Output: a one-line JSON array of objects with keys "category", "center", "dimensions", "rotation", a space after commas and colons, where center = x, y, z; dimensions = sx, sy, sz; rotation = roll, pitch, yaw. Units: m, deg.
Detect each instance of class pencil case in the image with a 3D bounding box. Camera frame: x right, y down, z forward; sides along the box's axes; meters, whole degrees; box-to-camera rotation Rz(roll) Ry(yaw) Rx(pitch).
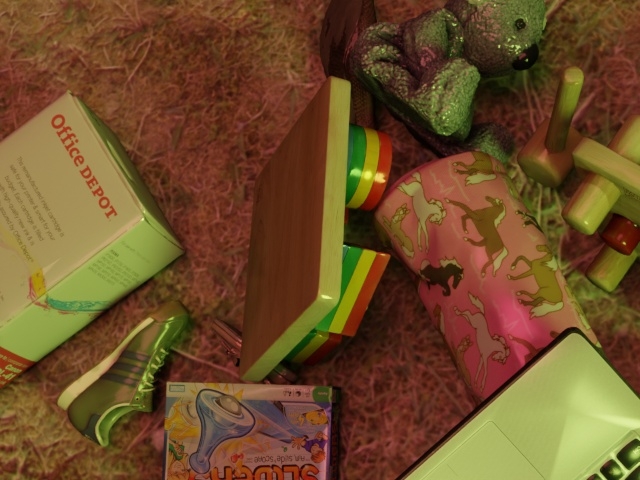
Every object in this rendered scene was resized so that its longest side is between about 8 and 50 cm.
[{"category": "pencil case", "center": [0.194, 0.097, 1.350], "dimensions": [0.160, 0.167, 0.386], "rotation": [-25, 64, 0]}]

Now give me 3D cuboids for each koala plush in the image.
[{"category": "koala plush", "center": [0.165, -0.222, 1.468], "dimensions": [0.221, 0.196, 0.203], "rotation": [-47, 58, -1]}]

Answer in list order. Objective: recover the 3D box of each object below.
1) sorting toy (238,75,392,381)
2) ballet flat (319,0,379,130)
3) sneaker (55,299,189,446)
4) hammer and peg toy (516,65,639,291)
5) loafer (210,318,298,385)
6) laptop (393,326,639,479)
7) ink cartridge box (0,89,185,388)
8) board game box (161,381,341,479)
[{"category": "sorting toy", "center": [0.000, 0.000, 1.412], "dimensions": [0.089, 0.255, 0.257], "rotation": [12, 62, -17]}, {"category": "ballet flat", "center": [0.043, -0.209, 1.584], "dimensions": [0.084, 0.058, 0.250], "rotation": [-30, 50, 46]}, {"category": "sneaker", "center": [-0.214, 0.163, 1.528], "dimensions": [0.192, 0.064, 0.086], "rotation": [-40, 70, 1]}, {"category": "hammer and peg toy", "center": [0.326, -0.015, 1.289], "dimensions": [0.361, 0.266, 0.127], "rotation": [34, 84, 26]}, {"category": "loafer", "center": [-0.083, 0.137, 1.501], "dimensions": [0.125, 0.045, 0.039], "rotation": [33, 92, 23]}, {"category": "laptop", "center": [0.226, 0.361, 1.107], "dimensions": [0.382, 0.236, 0.408], "rotation": [-42, 94, 4]}, {"category": "ink cartridge box", "center": [-0.354, 0.004, 1.595], "dimensions": [0.306, 0.131, 0.226], "rotation": [-35, 62, 2]}, {"category": "board game box", "center": [-0.078, 0.228, 1.454], "dimensions": [0.201, 0.035, 0.136], "rotation": [-1, 82, 19]}]
